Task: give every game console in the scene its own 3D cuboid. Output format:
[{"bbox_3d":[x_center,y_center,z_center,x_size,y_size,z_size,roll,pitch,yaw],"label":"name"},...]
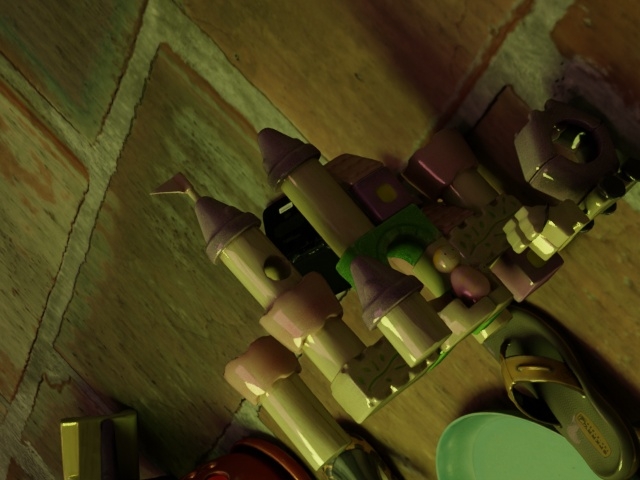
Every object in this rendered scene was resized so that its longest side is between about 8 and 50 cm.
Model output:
[{"bbox_3d":[0.000,0.000,1.543,0.122,0.071,0.107,-29,69,57],"label":"game console"}]

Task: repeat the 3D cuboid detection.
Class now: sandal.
[{"bbox_3d":[0.214,0.145,1.358,0.219,0.060,0.090,54,145,23],"label":"sandal"}]

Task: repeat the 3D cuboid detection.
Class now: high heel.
[{"bbox_3d":[0.084,0.344,1.760,0.186,0.093,0.261,51,171,46],"label":"high heel"}]

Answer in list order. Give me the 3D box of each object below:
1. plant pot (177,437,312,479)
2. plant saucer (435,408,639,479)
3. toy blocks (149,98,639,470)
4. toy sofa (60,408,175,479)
[{"bbox_3d":[-0.105,0.368,1.894,0.191,0.174,0.191,31,144,26],"label":"plant pot"},{"bbox_3d":[0.259,0.297,1.500,0.317,0.043,0.318,31,143,27],"label":"plant saucer"},{"bbox_3d":[0.047,-0.019,1.218,0.260,0.288,0.309,50,148,12],"label":"toy blocks"},{"bbox_3d":[-0.281,0.398,2.032,0.362,0.177,0.150,-109,17,-63],"label":"toy sofa"}]
